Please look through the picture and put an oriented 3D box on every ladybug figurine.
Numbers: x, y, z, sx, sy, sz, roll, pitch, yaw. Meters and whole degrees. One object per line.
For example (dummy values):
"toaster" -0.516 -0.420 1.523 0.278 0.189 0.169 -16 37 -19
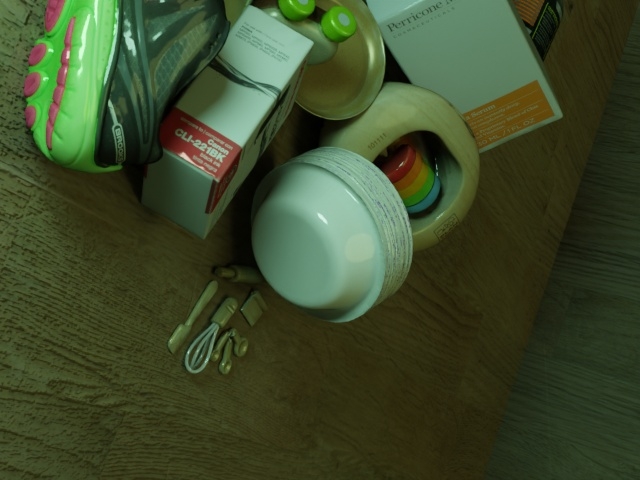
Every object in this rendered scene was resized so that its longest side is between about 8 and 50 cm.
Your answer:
"ladybug figurine" 0.140 -0.142 1.954 0.305 0.162 0.449 -42 139 0

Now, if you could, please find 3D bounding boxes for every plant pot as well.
"plant pot" 0.007 -0.315 1.717 0.236 0.032 0.237 3 84 -34

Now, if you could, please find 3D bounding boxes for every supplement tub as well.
"supplement tub" 0.412 -0.461 2.301 0.338 0.207 0.207 -63 151 -19

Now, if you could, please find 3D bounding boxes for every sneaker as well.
"sneaker" -0.205 -0.312 1.248 0.202 0.185 0.483 12 104 -44

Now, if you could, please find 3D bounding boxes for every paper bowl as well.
"paper bowl" 0.000 0.000 1.700 0.148 0.284 0.284 -30 130 -46

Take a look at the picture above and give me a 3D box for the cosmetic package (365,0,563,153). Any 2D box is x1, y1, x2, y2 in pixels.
"cosmetic package" 0.276 -0.368 1.959 0.453 0.230 0.162 46 27 -48

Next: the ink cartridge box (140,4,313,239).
"ink cartridge box" -0.134 -0.168 1.471 0.273 0.114 0.197 -60 178 -27

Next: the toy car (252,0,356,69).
"toy car" -0.035 -0.377 1.595 0.148 0.155 0.189 20 61 -30

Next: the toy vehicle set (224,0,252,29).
"toy vehicle set" -0.180 -0.377 1.438 0.166 0.035 0.267 -66 151 -15

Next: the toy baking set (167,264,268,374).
"toy baking set" -0.159 0.134 1.749 0.256 0.030 0.197 21 86 -62
